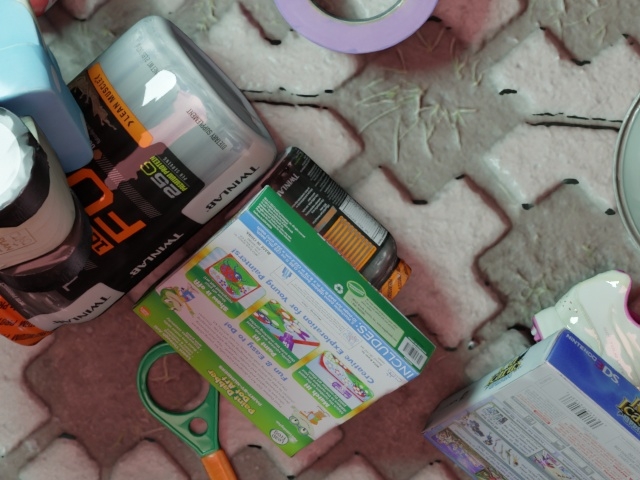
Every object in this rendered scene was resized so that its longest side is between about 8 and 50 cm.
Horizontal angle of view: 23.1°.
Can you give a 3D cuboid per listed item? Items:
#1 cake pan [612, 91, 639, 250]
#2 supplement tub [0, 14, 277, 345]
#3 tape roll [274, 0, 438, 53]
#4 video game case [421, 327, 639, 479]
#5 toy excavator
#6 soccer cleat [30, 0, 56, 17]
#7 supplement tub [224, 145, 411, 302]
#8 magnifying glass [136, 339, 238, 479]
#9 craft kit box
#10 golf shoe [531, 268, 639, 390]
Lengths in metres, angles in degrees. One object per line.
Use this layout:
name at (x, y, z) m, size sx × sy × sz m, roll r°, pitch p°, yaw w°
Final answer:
cake pan at (0.468, -0.075, 1.700) m, size 0.293 × 0.054 × 0.293 m, roll 0°, pitch 100°, yaw 1°
supplement tub at (-0.230, -0.056, 1.639) m, size 0.338 × 0.207 × 0.207 m, roll -41°, pitch 97°, yaw 8°
tape roll at (0.038, -0.294, 1.654) m, size 0.189 × 0.080 × 0.189 m, roll 0°, pitch 100°, yaw 1°
video game case at (0.280, 0.236, 1.686) m, size 0.269 × 0.061 × 0.244 m, roll 41°, pitch 142°, yaw -6°
toy excavator at (-0.324, -0.184, 1.469) m, size 0.433 × 0.222 × 0.445 m, roll -18°, pitch 71°, yaw 0°
soccer cleat at (-0.369, -0.341, 1.662) m, size 0.095 × 0.083 × 0.248 m, roll -38°, pitch 93°, yaw -22°
supplement tub at (0.000, 0.000, 1.691) m, size 0.190 × 0.117 × 0.117 m, roll 44°, pitch 98°, yaw -7°
magnifying glass at (-0.135, 0.219, 1.784) m, size 0.092 × 0.026 × 0.231 m, roll -23°, pitch 98°, yaw 5°
craft kit box at (-0.044, 0.094, 1.673) m, size 0.250 × 0.061 × 0.247 m, roll 45°, pitch 132°, yaw -8°
golf shoe at (0.373, 0.163, 1.720) m, size 0.140 × 0.115 × 0.306 m, roll -44°, pitch 98°, yaw 5°
